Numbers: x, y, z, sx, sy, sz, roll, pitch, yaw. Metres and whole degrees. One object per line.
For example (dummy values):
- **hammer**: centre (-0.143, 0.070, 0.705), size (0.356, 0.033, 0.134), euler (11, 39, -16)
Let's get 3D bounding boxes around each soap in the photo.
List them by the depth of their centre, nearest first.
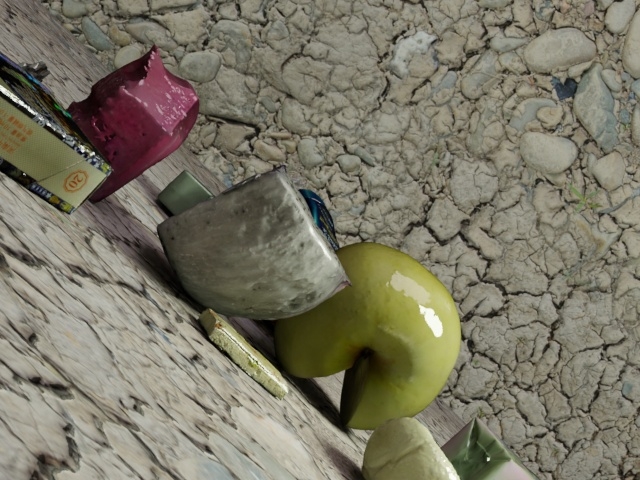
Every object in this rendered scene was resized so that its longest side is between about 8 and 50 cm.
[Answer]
- **soap**: centre (-0.292, -0.180, 1.928), size (0.127, 0.220, 0.325), euler (53, 0, -17)
- **soap**: centre (0.325, 0.457, 2.387), size (0.199, 0.138, 0.182), euler (44, 4, -24)

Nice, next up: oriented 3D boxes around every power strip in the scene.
- **power strip**: centre (-0.177, -0.041, 2.355), size (0.229, 0.141, 0.261), euler (44, 0, -3)

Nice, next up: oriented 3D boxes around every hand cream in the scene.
- **hand cream**: centre (0.000, 0.000, 2.234), size (0.120, 0.061, 0.270), euler (52, 9, -28)

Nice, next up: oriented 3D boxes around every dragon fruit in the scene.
- **dragon fruit**: centre (-0.096, 0.022, 1.820), size (0.283, 0.221, 0.204), euler (-126, -169, -88)

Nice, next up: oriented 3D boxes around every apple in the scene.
- **apple**: centre (0.072, 0.145, 2.013), size (0.292, 0.292, 0.254), euler (45, 19, -13)

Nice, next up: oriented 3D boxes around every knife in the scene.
- **knife**: centre (-0.453, -0.253, 1.999), size (0.040, 0.073, 0.265), euler (54, -1, -11)

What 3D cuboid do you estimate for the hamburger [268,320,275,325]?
- **hamburger**: centre (-0.020, 0.112, 2.261), size (0.295, 0.151, 0.227), euler (47, 2, -31)

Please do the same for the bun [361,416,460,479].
- **bun**: centre (0.118, 0.323, 1.741), size (0.188, 0.111, 0.164), euler (49, -15, 51)

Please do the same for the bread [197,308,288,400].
- **bread**: centre (-0.102, 0.152, 1.729), size (0.153, 0.028, 0.068), euler (46, 0, -28)

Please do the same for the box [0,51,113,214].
- **box**: centre (-0.397, -0.172, 1.509), size (0.198, 0.084, 0.310), euler (47, 3, 33)
